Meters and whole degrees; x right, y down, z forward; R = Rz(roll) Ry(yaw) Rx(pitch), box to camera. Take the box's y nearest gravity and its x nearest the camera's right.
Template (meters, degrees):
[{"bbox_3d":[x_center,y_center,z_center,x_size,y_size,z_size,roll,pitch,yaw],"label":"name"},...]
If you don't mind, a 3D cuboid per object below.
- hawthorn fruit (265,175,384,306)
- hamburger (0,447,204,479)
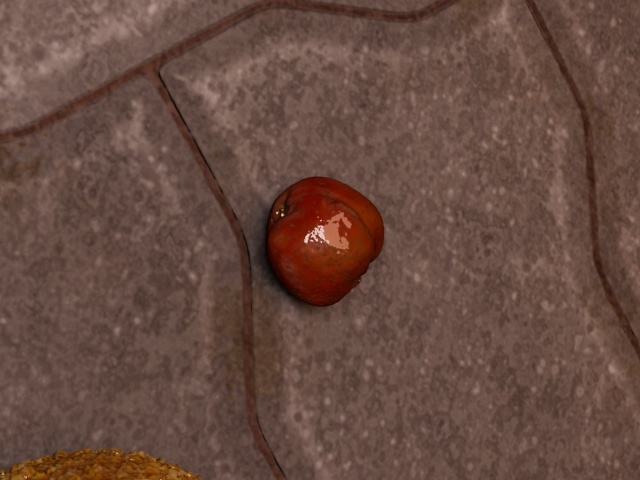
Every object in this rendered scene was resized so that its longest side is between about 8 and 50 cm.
[{"bbox_3d":[0.000,0.000,1.568,0.128,0.128,0.128,6,78,-32],"label":"hawthorn fruit"},{"bbox_3d":[-0.198,0.279,1.293,0.276,0.294,0.179,-16,112,-32],"label":"hamburger"}]
